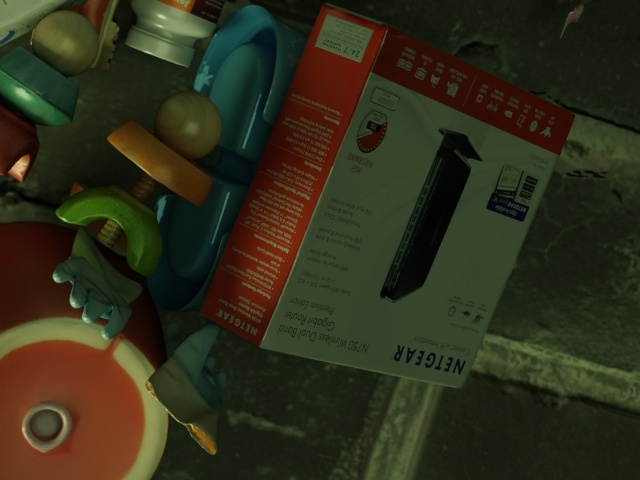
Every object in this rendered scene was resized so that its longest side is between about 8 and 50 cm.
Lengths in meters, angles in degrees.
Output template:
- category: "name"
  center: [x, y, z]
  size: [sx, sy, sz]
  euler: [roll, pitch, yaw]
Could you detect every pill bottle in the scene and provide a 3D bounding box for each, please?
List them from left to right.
- category: "pill bottle"
  center: [-0.126, -0.242, 1.628]
  size: [0.086, 0.086, 0.152]
  euler: [19, 95, -18]

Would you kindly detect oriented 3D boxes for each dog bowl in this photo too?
- category: "dog bowl"
  center: [-0.075, -0.068, 1.643]
  size: [0.074, 0.166, 0.297]
  euler: [16, 96, -29]

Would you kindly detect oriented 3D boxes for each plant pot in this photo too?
- category: "plant pot"
  center: [-0.254, 0.136, 1.585]
  size: [0.275, 0.243, 0.275]
  euler: [-3, 101, -14]

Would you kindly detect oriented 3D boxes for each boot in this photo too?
- category: "boot"
  center: [-0.219, -0.242, 1.620]
  size: [0.085, 0.059, 0.158]
  euler: [13, 98, -12]

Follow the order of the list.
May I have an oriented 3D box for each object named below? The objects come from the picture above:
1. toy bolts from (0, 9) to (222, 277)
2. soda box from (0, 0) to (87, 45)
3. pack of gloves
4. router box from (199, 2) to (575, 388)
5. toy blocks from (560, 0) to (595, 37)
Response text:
- category: "toy bolts"
  center: [-0.197, -0.097, 1.585]
  size: [0.228, 0.218, 0.158]
  euler: [35, 90, -1]
- category: "soda box"
  center: [-0.280, -0.222, 1.565]
  size: [0.216, 0.074, 0.069]
  euler: [-27, 88, 5]
- category: "pack of gloves"
  center: [-0.139, 0.068, 1.499]
  size: [0.046, 0.232, 0.195]
  euler: [-41, 99, 6]
- category: "router box"
  center: [0.073, -0.029, 1.640]
  size: [0.335, 0.082, 0.301]
  euler: [15, 98, -52]
- category: "toy blocks"
  center: [0.318, -0.369, 1.679]
  size: [0.309, 0.260, 0.288]
  euler: [33, 60, 5]
